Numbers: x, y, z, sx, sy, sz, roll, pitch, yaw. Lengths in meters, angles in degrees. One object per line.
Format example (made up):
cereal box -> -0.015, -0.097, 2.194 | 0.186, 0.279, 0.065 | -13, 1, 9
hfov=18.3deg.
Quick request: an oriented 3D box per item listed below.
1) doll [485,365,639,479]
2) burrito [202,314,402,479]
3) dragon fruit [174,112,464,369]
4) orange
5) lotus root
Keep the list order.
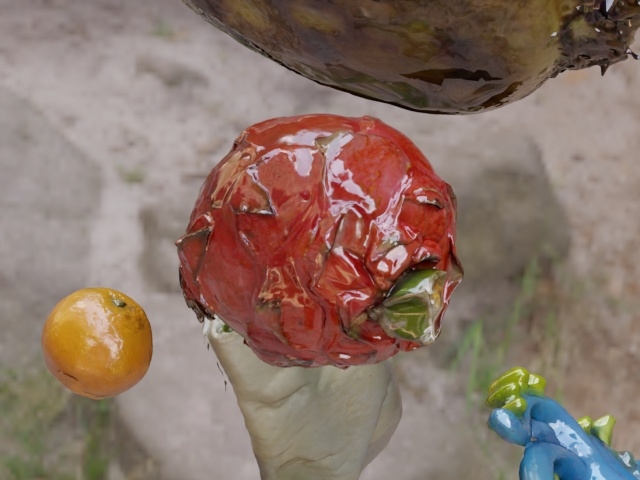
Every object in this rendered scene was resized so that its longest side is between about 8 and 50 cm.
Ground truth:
doll -> 0.238, 0.227, 1.388 | 0.099, 0.346, 0.341 | -32, 10, 18
burrito -> 0.001, 0.120, 1.752 | 0.135, 0.332, 0.190 | -7, 45, 11
dragon fruit -> 0.000, 0.000, 1.293 | 0.209, 0.172, 0.172 | 5, 30, 33
orange -> -0.160, 0.074, 1.431 | 0.083, 0.083, 0.083 | 3, 34, -2
lotus root -> 0.017, -0.146, 0.890 | 0.314, 0.169, 0.141 | 20, 58, 4
